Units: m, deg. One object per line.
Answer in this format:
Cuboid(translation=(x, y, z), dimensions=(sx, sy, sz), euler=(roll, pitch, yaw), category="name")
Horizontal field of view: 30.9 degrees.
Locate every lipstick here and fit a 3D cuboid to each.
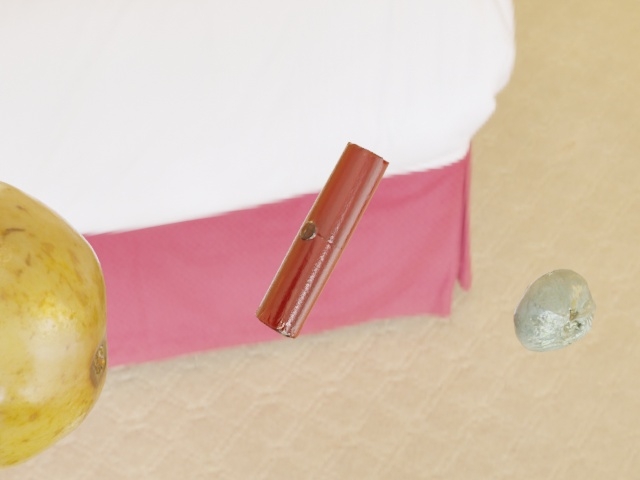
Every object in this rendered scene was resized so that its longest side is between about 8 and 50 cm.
Cuboid(translation=(0.001, 0.001, 1.585), dimensions=(0.073, 0.073, 0.279), euler=(30, 94, 27), category="lipstick")

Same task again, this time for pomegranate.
Cuboid(translation=(-0.335, 0.085, 1.084), dimensions=(0.307, 0.307, 0.307), euler=(-1, 46, 1), category="pomegranate")

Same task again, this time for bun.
Cuboid(translation=(0.363, 0.114, 1.772), dimensions=(0.141, 0.141, 0.083), euler=(-23, 39, -19), category="bun")
